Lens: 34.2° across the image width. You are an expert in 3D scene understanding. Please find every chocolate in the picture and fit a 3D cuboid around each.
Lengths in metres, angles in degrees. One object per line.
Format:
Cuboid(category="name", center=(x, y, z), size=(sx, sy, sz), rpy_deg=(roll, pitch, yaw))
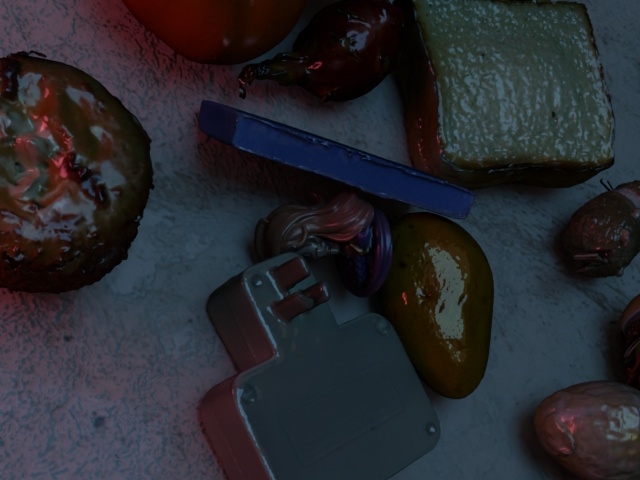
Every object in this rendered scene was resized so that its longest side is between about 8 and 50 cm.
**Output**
Cuboid(category="chocolate", center=(0.403, 0.249, 1.287), size=(0.309, 0.134, 0.134), rpy_deg=(16, 60, -24))

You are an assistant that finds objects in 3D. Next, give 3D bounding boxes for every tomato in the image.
Cuboid(category="tomato", center=(-0.133, -0.321, 1.197), size=(0.260, 0.180, 0.259), rpy_deg=(12, 63, -24))

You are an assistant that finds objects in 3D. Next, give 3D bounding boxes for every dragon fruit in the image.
Cuboid(category="dragon fruit", center=(0.000, -0.225, 1.275), size=(0.246, 0.125, 0.125), rpy_deg=(-23, 100, -34))

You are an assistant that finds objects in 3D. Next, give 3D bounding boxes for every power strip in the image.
Cuboid(category="power strip", center=(-0.005, 0.139, 1.087), size=(0.229, 0.141, 0.261), rpy_deg=(-22, 83, -38))

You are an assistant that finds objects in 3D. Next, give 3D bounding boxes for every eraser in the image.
Cuboid(category="eraser", center=(0.018, -0.092, 1.211), size=(0.312, 0.144, 0.042), rpy_deg=(16, 97, -25))

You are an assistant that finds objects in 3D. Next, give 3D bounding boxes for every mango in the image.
Cuboid(category="mango", center=(0.143, 0.074, 1.224), size=(0.147, 0.109, 0.227), rpy_deg=(-2, 70, -35))

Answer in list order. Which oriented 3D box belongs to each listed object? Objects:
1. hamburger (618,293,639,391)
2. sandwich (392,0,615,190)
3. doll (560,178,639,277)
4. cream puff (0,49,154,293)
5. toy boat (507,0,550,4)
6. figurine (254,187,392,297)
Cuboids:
Cuboid(category="hamburger", center=(0.474, 0.130, 1.379), size=(0.175, 0.175, 0.136), rpy_deg=(13, 46, -26))
Cuboid(category="sandwich", center=(0.249, -0.200, 1.407), size=(0.301, 0.099, 0.271), rpy_deg=(-2, 79, -26))
Cuboid(category="doll", center=(0.391, -0.003, 1.416), size=(0.115, 0.105, 0.221), rpy_deg=(26, 47, 26))
Cuboid(category="cream puff", center=(-0.275, -0.062, 0.999), size=(0.240, 0.164, 0.240), rpy_deg=(5, 69, -14))
Cuboid(category="toy boat", center=(0.304, -0.379, 1.573), size=(0.072, 0.064, 0.206), rpy_deg=(5, 66, -12))
Cuboid(category="figurine", center=(0.006, -0.008, 1.181), size=(0.157, 0.126, 0.114), rpy_deg=(19, 89, -9))
